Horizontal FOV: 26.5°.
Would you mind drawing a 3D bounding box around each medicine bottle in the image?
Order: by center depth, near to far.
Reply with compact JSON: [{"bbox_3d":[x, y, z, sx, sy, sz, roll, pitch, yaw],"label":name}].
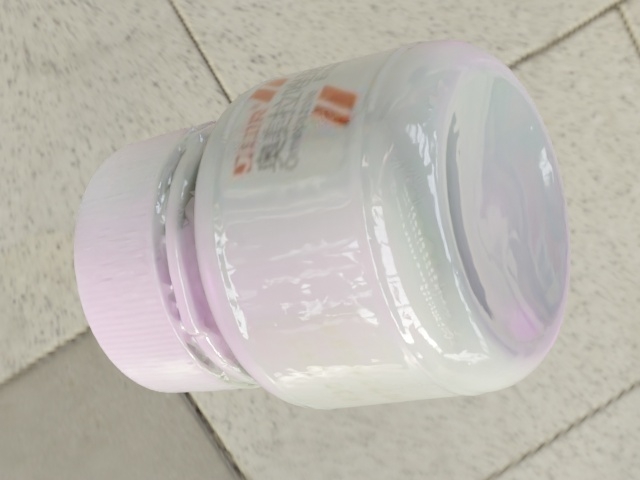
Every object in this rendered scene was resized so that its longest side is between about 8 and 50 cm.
[{"bbox_3d":[0.000,0.000,0.975,0.302,0.241,0.241,-10,111,32],"label":"medicine bottle"}]
